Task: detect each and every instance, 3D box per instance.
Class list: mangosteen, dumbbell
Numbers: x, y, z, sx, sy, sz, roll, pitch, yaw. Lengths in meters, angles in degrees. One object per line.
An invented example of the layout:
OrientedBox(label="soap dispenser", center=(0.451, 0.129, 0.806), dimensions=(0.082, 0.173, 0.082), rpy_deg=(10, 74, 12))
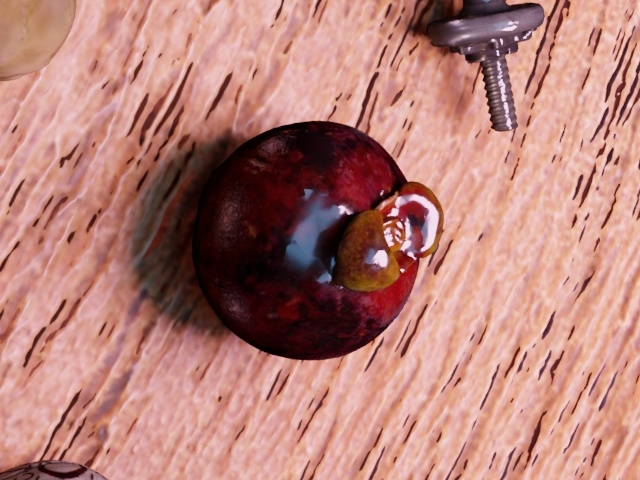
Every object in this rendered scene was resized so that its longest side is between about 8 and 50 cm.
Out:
OrientedBox(label="mangosteen", center=(0.000, 0.000, 1.127), dimensions=(0.152, 0.152, 0.152), rpy_deg=(-2, 94, -31))
OrientedBox(label="dumbbell", center=(0.099, -0.196, 1.214), dimensions=(0.081, 0.081, 0.254), rpy_deg=(-17, 102, -29))

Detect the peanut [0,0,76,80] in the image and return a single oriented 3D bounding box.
OrientedBox(label="peanut", center=(-0.210, -0.228, 0.989), dimensions=(0.159, 0.143, 0.291), rpy_deg=(-5, 93, -41))

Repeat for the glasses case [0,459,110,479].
OrientedBox(label="glasses case", center=(-0.253, 0.235, 1.024), dimensions=(0.354, 0.085, 0.137), rpy_deg=(-23, 105, -29))
